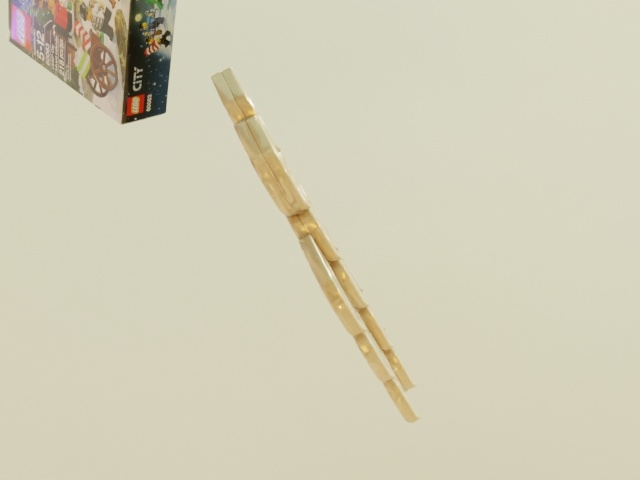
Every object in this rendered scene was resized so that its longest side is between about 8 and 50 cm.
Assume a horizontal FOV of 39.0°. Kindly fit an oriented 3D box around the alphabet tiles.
[{"bbox_3d":[0.000,0.000,0.707,0.021,0.284,0.278,-29,-138,2],"label":"alphabet tiles"}]

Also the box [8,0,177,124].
[{"bbox_3d":[-0.167,-0.223,0.654,0.159,0.233,0.044,35,-140,30],"label":"box"}]
